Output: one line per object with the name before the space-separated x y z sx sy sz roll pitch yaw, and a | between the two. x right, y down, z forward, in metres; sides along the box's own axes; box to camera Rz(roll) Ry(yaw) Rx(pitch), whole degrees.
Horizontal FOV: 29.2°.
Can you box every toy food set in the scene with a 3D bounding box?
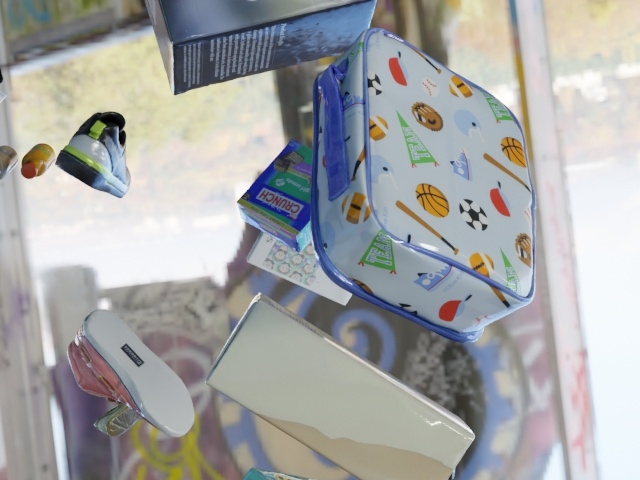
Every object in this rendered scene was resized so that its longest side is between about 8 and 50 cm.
toy food set | -0.513 -0.167 1.828 0.111 0.232 0.104 -39 -166 10

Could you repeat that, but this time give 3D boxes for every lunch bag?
lunch bag | 0.094 -0.063 1.226 0.243 0.303 0.115 24 135 -27

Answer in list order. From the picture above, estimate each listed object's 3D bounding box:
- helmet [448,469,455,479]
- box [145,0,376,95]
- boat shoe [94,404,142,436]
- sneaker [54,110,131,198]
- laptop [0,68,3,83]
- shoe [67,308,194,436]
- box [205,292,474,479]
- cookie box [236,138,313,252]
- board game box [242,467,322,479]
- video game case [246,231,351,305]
helmet | 0.146 0.374 2.114 0.162 0.169 0.169 9 180 0
box | -0.107 -0.401 1.741 0.294 0.296 0.183 -15 165 -11
boat shoe | -0.351 0.315 2.295 0.048 0.056 0.153 8 -149 41
sneaker | -0.272 -0.115 1.583 0.084 0.097 0.235 30 180 -4
laptop | -0.669 -0.325 1.927 0.264 0.234 0.136 -17 174 12
shoe | -0.223 0.167 1.434 0.063 0.178 0.081 -35 172 -46
box | 0.021 0.197 1.517 0.311 0.121 0.148 32 180 -1
cookie box | -0.028 -0.052 1.416 0.092 0.107 0.040 30 157 25
board game box | 0.062 0.428 1.663 0.254 0.079 0.336 37 -173 37
video game case | 0.000 0.000 1.692 0.157 0.143 0.019 25 -162 -17
